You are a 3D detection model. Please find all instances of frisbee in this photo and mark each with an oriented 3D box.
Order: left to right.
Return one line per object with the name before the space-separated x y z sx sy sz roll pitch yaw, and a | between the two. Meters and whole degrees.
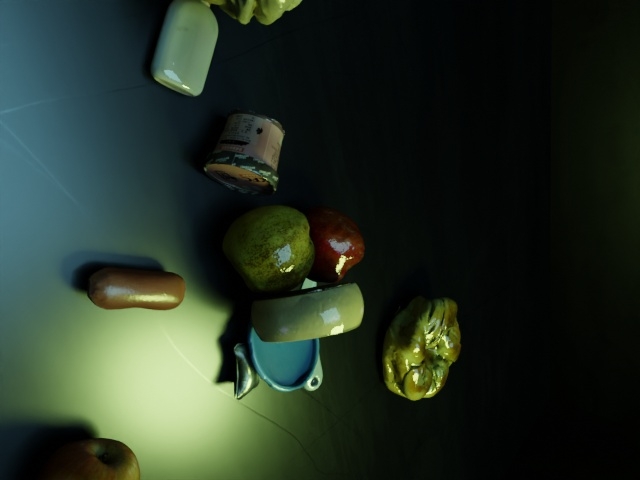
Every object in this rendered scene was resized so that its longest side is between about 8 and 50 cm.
frisbee | -0.094 0.246 1.226 0.242 0.045 0.242 22 60 -44

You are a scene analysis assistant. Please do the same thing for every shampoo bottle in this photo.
shampoo bottle | -0.241 -0.388 0.930 0.108 0.051 0.221 18 87 -46

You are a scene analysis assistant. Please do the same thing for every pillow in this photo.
pillow | -0.173 0.297 1.172 0.091 0.055 0.136 -4 100 -41

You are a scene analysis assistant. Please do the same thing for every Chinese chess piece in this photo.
Chinese chess piece | -0.028 0.156 1.104 0.251 0.251 0.097 -6 85 -47

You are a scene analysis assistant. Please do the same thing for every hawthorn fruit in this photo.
hawthorn fruit | 0.000 0.000 1.217 0.202 0.185 0.185 44 65 -24

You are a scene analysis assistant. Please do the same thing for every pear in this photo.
pear | -0.101 0.015 1.075 0.197 0.197 0.197 -15 110 -45

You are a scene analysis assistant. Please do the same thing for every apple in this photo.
apple | -0.410 0.450 0.870 0.199 0.199 0.199 -15 110 -45

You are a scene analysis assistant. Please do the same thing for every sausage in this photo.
sausage | -0.337 0.091 0.929 0.194 0.077 0.077 9 92 -48

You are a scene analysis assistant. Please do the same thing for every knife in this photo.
knife | -0.036 0.238 1.330 0.080 0.044 0.331 -8 99 -36

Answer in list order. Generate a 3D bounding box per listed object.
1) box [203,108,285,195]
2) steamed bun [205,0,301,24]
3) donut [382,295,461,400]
box | -0.147 -0.182 1.019 0.151 0.151 0.135 28 71 -48
steamed bun | -0.133 -0.538 0.800 0.230 0.372 0.325 -34 154 -49
donut | 0.348 0.355 1.683 0.360 0.170 0.360 -18 114 -46
